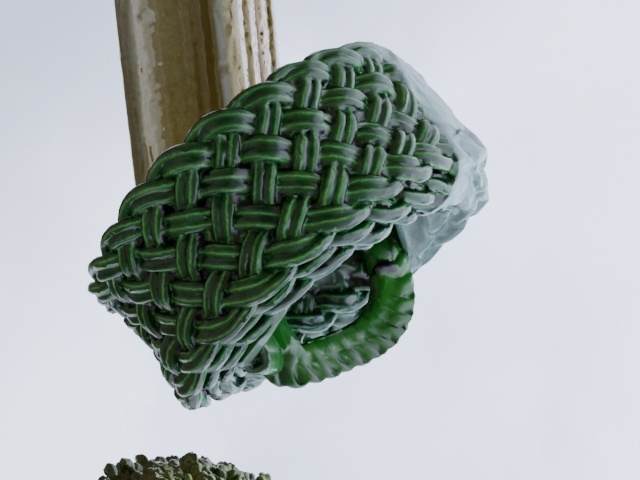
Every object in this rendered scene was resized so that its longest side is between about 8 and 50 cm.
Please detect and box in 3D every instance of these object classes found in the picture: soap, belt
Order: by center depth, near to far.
[{"bbox_3d":[0.000,0.000,0.639,0.079,0.151,0.121,48,-56,11],"label":"belt"},{"bbox_3d":[-0.073,-0.102,1.238,0.173,0.089,0.274,-41,125,-82],"label":"soap"}]

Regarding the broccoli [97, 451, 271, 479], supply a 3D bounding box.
[{"bbox_3d":[-0.140,0.274,1.499,0.242,0.180,0.273,-29,-136,19],"label":"broccoli"}]
